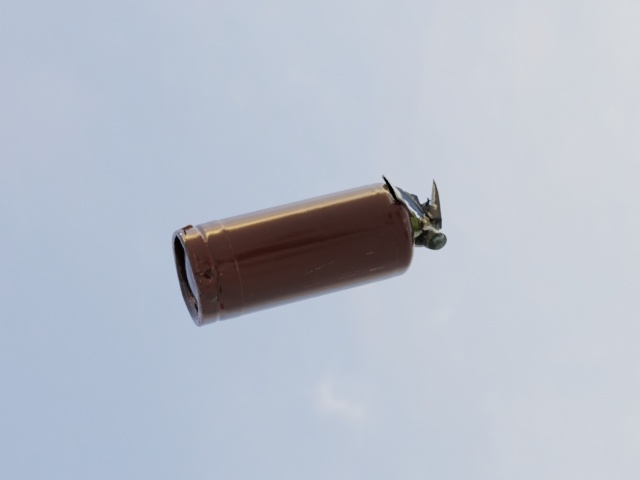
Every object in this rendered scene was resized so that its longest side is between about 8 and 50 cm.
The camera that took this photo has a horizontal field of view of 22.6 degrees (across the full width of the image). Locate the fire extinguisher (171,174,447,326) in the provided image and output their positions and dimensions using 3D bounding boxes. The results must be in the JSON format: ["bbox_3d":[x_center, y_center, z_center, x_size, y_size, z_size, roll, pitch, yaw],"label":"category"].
[{"bbox_3d":[0.000,0.000,1.498,0.268,0.105,0.105,-14,-80,-14],"label":"fire extinguisher"}]
